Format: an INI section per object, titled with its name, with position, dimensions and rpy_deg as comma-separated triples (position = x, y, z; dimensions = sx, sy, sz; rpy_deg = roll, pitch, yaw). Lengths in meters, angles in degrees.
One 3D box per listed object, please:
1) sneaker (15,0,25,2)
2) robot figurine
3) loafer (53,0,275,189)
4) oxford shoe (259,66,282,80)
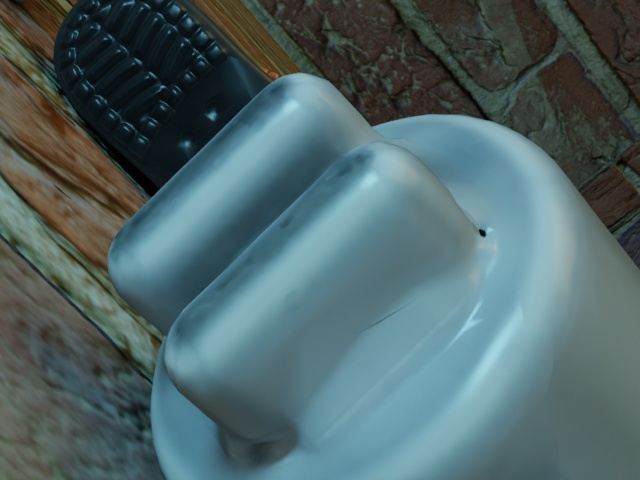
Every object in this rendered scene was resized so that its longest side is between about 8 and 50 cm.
[sneaker]
position = -0.173, -0.289, 1.051
dimensions = 0.292, 0.118, 0.110
rpy_deg = -91, 159, -45
[robot figurine]
position = 0.067, 0.086, 0.613
dimensions = 0.353, 0.200, 0.300
rpy_deg = 45, 5, -35
[loafer]
position = -0.018, -0.027, 0.937
dimensions = 0.366, 0.134, 0.130
rpy_deg = 51, 7, 6
[oxford shoe]
position = 0.000, 0.000, 1.131
dimensions = 0.363, 0.130, 0.133
rpy_deg = 45, -27, 8
